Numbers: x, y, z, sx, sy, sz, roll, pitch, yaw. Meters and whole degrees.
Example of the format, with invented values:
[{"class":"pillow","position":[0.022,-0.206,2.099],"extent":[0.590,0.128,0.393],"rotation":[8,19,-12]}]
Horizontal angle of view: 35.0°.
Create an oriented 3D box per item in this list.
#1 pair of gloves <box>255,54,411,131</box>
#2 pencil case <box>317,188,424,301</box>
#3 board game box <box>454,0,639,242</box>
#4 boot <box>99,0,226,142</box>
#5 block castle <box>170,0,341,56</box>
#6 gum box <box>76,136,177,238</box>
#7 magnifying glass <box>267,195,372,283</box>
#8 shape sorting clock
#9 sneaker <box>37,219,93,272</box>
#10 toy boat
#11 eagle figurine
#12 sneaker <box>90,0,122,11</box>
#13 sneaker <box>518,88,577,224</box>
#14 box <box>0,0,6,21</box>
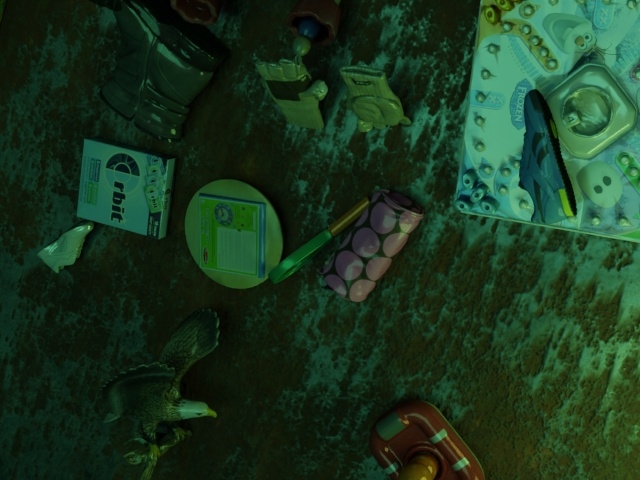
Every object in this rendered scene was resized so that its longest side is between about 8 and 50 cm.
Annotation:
[{"class":"pair of gloves","position":[0.019,-0.242,1.669],"extent":[0.240,0.204,0.042],"rotation":[8,70,23]},{"class":"pencil case","position":[0.085,0.006,1.742],"extent":[0.098,0.095,0.209],"rotation":[41,111,16]},{"class":"board game box","position":[0.417,-0.200,1.584],"extent":[0.390,0.050,0.390],"rotation":[11,105,19]},{"class":"boot","position":[-0.348,-0.345,1.826],"extent":[0.338,0.118,0.223],"rotation":[44,119,12]},{"class":"block castle","position":[-0.135,-0.484,1.520],"extent":[0.303,0.453,0.213],"rotation":[13,68,16]},{"class":"gum box","position":[-0.368,-0.101,1.923],"extent":[0.184,0.041,0.157],"rotation":[15,107,17]},{"class":"magnifying glass","position":[0.000,0.000,1.783],"extent":[0.231,0.092,0.026],"rotation":[-37,83,14]},{"class":"shape sorting clock","position":[-0.159,-0.012,1.860],"extent":[0.206,0.040,0.206],"rotation":[6,108,21]},{"class":"sneaker","position":[-0.489,0.009,1.995],"extent":[0.152,0.054,0.061],"rotation":[-33,98,30]},{"class":"toy boat","position":[0.178,0.399,1.757],"extent":[0.151,0.151,0.231],"rotation":[-41,85,24]},{"class":"eagle figurine","position":[-0.295,0.279,1.892],"extent":[0.225,0.226,0.298],"rotation":[-6,121,-13]},{"class":"sneaker","position":[-0.293,-0.497,1.721],"extent":[0.146,0.102,0.293],"rotation":[39,72,1]},{"class":"sneaker","position":[0.333,-0.126,1.569],"extent":[0.082,0.069,0.209],"rotation":[-12,97,27]},{"class":"box","position":[-0.708,-0.528,1.833],"extent":[0.177,0.279,0.290],"rotation":[27,111,15]}]
